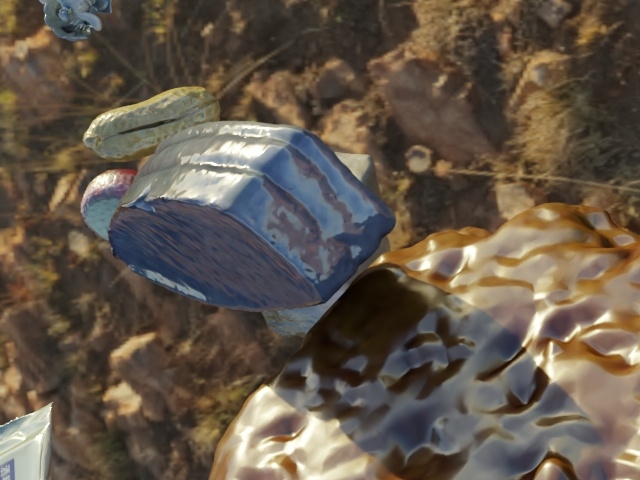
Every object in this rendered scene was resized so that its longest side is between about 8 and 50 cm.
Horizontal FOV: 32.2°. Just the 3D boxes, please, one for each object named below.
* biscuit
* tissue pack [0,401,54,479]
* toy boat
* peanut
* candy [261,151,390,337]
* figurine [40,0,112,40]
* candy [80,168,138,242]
[{"bbox_3d":[0.127,0.155,0.604,0.395,0.342,0.166,31,162,51],"label":"biscuit"},{"bbox_3d":[-0.294,0.248,1.029,0.122,0.026,0.193,-32,42,10],"label":"tissue pack"},{"bbox_3d":[-0.065,-0.013,0.743,0.127,0.078,0.283,41,158,-22],"label":"toy boat"},{"bbox_3d":[-0.209,-0.143,1.379,0.080,0.174,0.080,164,90,-83],"label":"peanut"},{"bbox_3d":[0.000,0.000,1.292,0.137,0.185,0.195,3,139,17],"label":"candy"},{"bbox_3d":[-0.335,-0.321,1.529,0.094,0.086,0.082,48,153,9],"label":"figurine"},{"bbox_3d":[-0.208,-0.033,1.203,0.103,0.103,0.043,-35,35,41],"label":"candy"}]
